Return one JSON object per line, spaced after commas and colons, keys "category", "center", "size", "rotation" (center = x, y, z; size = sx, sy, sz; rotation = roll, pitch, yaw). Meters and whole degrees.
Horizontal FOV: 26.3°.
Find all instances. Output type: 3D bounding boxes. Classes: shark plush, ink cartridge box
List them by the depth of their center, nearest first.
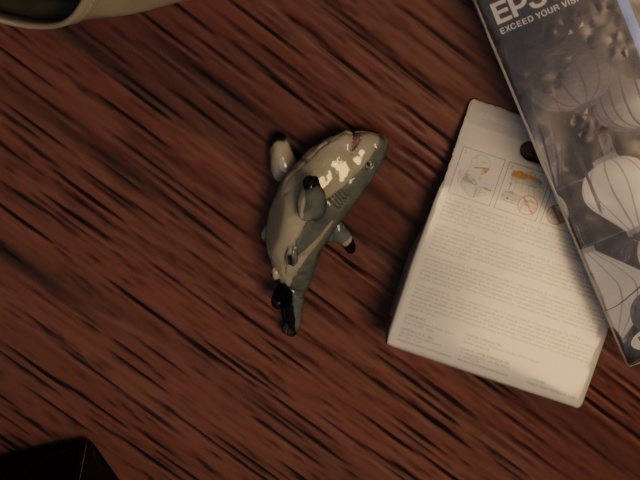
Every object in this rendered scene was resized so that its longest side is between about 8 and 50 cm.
{"category": "ink cartridge box", "center": [0.206, -0.100, 0.858], "size": [0.165, 0.065, 0.332], "rotation": [-23, 99, 15]}
{"category": "shark plush", "center": [0.000, 0.000, 0.945], "size": [0.067, 0.073, 0.161], "rotation": [0, 109, -26]}
{"category": "ink cartridge box", "center": [0.138, 0.009, 0.949], "size": [0.145, 0.045, 0.179], "rotation": [19, 93, 0]}

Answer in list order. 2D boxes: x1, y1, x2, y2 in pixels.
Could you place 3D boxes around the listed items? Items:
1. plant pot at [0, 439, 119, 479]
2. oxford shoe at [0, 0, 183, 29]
{"category": "plant pot", "center": [-0.210, 0.256, 1.005], "size": [0.167, 0.188, 0.187], "rotation": [-30, 104, 2]}
{"category": "oxford shoe", "center": [-0.054, -0.215, 0.810], "size": [0.449, 0.130, 0.169], "rotation": [-8, 110, 15]}
